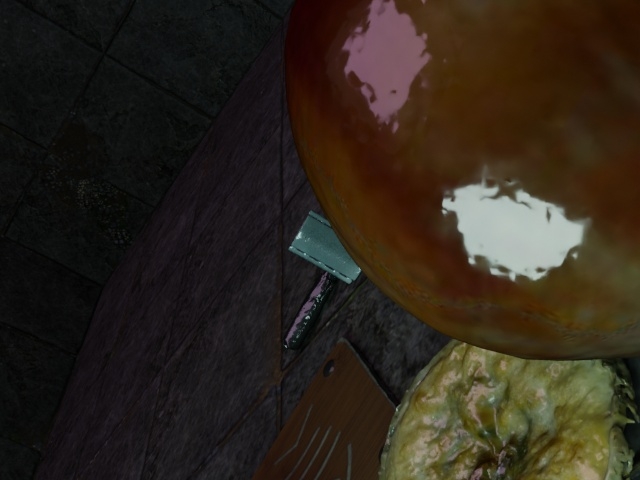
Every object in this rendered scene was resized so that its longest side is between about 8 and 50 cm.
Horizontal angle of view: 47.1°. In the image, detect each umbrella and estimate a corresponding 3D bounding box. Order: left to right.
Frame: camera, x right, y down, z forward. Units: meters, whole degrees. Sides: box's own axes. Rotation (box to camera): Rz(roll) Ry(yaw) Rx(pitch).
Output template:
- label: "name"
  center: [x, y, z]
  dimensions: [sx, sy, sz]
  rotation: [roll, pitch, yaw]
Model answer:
- label: "umbrella"
  center: [-0.014, 0.105, 1.094]
  dimensions: [0.036, 0.031, 0.133]
  rotation: [24, 83, 44]

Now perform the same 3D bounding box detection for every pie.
- label: "pie"
  center: [0.137, 0.170, 0.592]
  dimensions: [0.274, 0.055, 0.274]
  rotation: [-49, 22, 29]

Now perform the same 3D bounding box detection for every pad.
- label: "pad"
  center: [-0.007, 0.278, 0.852]
  dimensions: [0.286, 0.018, 0.284]
  rotation: [-59, 20, 6]

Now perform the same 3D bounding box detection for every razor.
- label: "razor"
  center: [0.000, 0.000, 1.145]
  dimensions: [0.068, 0.106, 0.232]
  rotation: [-60, 10, 0]

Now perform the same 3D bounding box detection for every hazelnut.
- label: "hazelnut"
  center: [0.162, -0.089, 0.515]
  dimensions: [0.366, 0.366, 0.365]
  rotation: [-49, 22, 28]
